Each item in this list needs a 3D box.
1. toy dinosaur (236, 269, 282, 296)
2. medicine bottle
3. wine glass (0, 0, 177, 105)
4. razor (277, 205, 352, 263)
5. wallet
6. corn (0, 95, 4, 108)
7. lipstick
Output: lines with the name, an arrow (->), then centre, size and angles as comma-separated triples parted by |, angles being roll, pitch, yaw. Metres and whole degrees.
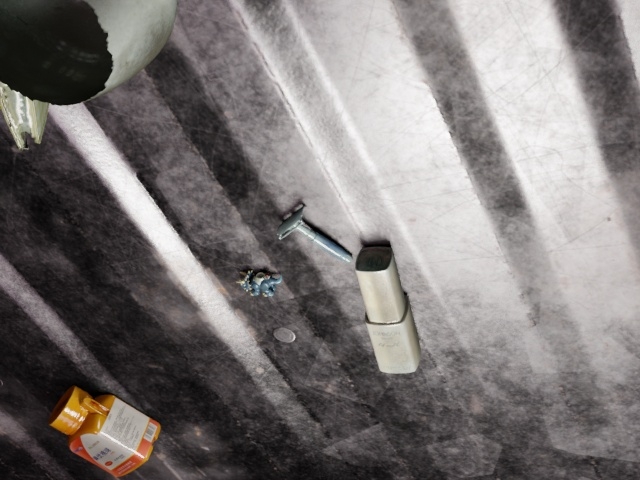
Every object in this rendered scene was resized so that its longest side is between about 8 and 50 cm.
toy dinosaur -> -0.109, 0.075, 1.512 | 0.083, 0.030, 0.047 | 4, 136, 13
medicine bottle -> -0.498, 0.431, 1.913 | 0.222, 0.112, 0.149 | 37, 132, -19
wine glass -> -0.271, -0.316, 0.982 | 0.238, 0.323, 0.238 | 7, 132, 8
razor -> 0.000, 0.000, 1.410 | 0.135, 0.040, 0.068 | 33, 134, -24
wallet -> -0.427, -0.299, 1.126 | 0.077, 0.223, 0.309 | -13, 133, -8
corn -> -0.552, -0.295, 1.259 | 0.080, 0.080, 0.231 | -24, 120, 34
lipstick -> 0.116, 0.124, 1.458 | 0.079, 0.077, 0.253 | -3, 132, 19
